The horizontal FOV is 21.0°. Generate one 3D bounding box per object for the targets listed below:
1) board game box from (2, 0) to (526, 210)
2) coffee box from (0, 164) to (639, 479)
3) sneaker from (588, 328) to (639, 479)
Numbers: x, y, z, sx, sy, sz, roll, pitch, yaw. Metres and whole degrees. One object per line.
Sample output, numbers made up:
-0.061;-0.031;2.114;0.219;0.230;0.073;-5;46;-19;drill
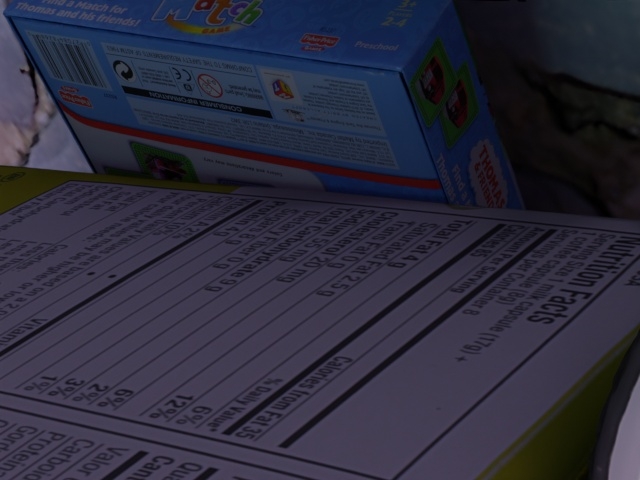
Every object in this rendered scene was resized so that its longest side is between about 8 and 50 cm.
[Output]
0.000;0.000;0.599;0.160;0.039;0.211;12;142;34;board game box
-0.083;0.198;0.486;0.334;0.338;0.337;5;116;35;coffee box
0.232;0.193;0.393;0.257;0.169;0.447;26;153;48;sneaker
